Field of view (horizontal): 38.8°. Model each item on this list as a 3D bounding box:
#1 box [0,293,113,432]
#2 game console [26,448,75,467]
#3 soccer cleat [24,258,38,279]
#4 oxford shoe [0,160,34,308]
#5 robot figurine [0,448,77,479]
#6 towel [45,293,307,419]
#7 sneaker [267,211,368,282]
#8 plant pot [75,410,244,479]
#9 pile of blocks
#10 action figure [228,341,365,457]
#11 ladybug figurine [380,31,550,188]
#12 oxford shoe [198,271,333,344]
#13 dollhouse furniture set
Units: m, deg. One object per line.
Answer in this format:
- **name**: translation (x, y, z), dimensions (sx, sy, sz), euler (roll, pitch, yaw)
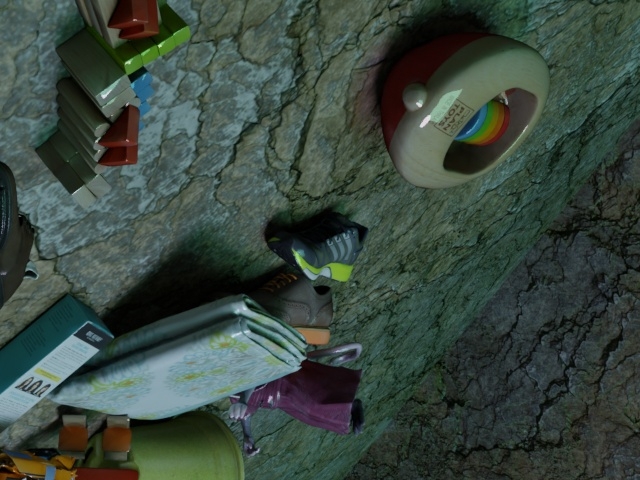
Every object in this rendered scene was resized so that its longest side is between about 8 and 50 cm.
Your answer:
- **box**: translation (-0.436, 0.191, 1.359), dimensions (0.244, 0.060, 0.100), euler (-40, 158, -5)
- **game console**: translation (-0.524, 0.446, 1.663), dimensions (0.122, 0.107, 0.071), euler (-45, -174, 8)
- **soccer cleat**: translation (-0.404, 0.042, 1.177), dimensions (0.083, 0.035, 0.029), euler (-10, 142, -53)
- **oxford shoe**: translation (-0.386, -0.015, 1.078), dimensions (0.096, 0.082, 0.227), euler (-54, 170, -49)
- **robot figurine**: translation (-0.514, 0.331, 1.327), dimensions (0.211, 0.085, 0.291), euler (-5, 158, 34)
- **towel**: translation (-0.236, 0.209, 1.556), dimensions (0.374, 0.090, 0.320), euler (-21, 156, 10)
- **sneaker**: translation (0.000, 0.000, 1.708), dimensions (0.121, 0.111, 0.300), euler (-58, 161, 9)
- **plant pot**: translation (-0.338, 0.474, 1.813), dimensions (0.276, 0.276, 0.254), euler (-50, 145, 17)
- **pile of blocks**: translation (-0.214, -0.167, 1.016), dimensions (0.149, 0.113, 0.362), euler (-23, 151, -39)
- **action figure**: translation (-0.091, 0.280, 1.821), dimensions (0.248, 0.370, 0.276), euler (119, -16, -60)
- **ladybug figurine**: translation (0.238, -0.236, 1.574), dimensions (0.305, 0.162, 0.449), euler (-49, 157, 17)
- **oxford shoe**: translation (-0.099, 0.119, 1.761), dimensions (0.363, 0.130, 0.133), euler (17, 86, -57)
- **dollhouse furniture set**: translation (-0.441, 0.424, 1.536), dimensions (0.259, 0.262, 0.135), euler (4, 154, -11)
